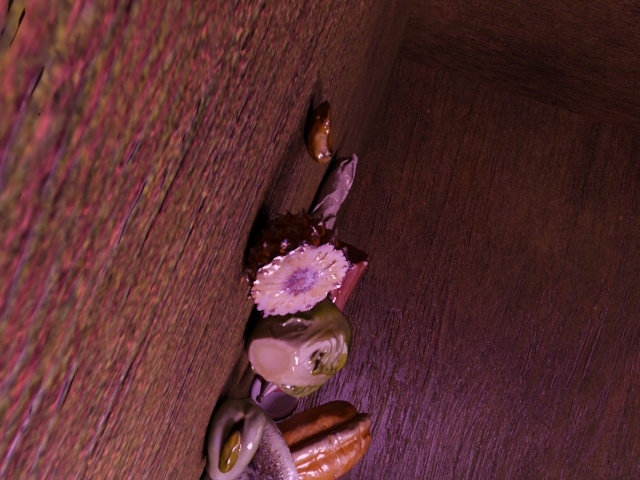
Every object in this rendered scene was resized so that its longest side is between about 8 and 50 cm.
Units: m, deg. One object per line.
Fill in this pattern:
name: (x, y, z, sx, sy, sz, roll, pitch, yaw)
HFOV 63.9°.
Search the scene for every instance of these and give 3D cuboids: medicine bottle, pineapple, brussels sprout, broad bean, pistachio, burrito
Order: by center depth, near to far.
pineapple: (-0.049, 0.013, 0.795, 0.176, 0.161, 0.137, 101, -29, -44)
pistachio: (-0.003, -0.181, 0.897, 0.173, 0.049, 0.089, 74, 12, -80)
broad bean: (-0.170, 0.392, 1.009, 0.228, 0.100, 0.169, 108, 4, -71)
brussels sprout: (-0.048, 0.211, 1.073, 0.219, 0.210, 0.271, -49, 169, 13)
burrito: (0.035, -0.129, 1.460, 0.117, 0.076, 0.392, 103, 7, -47)
medicine bottle: (-0.134, 0.465, 1.533, 0.252, 0.144, 0.144, 108, 3, -69)

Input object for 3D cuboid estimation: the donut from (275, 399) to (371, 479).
donut: (-0.058, 0.604, 1.474, 0.449, 0.449, 0.198, 97, -30, -72)

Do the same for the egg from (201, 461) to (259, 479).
egg: (-0.194, 0.549, 1.097, 0.141, 0.141, 0.182, 100, -1, -67)

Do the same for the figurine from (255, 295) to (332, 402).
figurine: (-0.083, 0.281, 1.327, 0.207, 0.166, 0.387, -36, -174, 40)

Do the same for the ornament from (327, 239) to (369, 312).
ornament: (0.021, 0.116, 1.578, 0.221, 0.235, 0.218, 10, 109, -42)

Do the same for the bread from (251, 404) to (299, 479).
bread: (-0.134, 0.487, 1.149, 0.040, 0.267, 0.267, -18, 139, -36)
